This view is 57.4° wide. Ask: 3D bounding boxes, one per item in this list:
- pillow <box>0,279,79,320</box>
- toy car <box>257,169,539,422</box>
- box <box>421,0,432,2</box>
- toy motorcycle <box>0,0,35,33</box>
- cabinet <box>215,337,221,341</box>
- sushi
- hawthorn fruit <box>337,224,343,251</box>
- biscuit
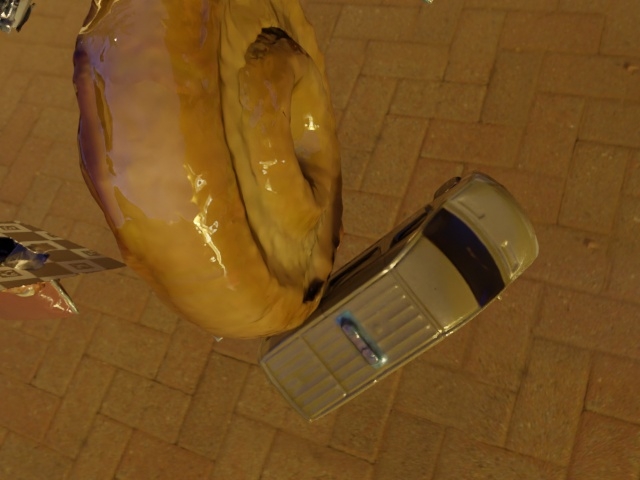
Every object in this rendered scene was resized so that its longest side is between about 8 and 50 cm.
[{"bbox_3d":[-0.496,0.061,0.934,0.171,0.179,0.075,-4,47,13],"label":"pillow"},{"bbox_3d":[0.066,0.050,0.509,0.256,0.124,0.101,-38,93,18],"label":"toy car"},{"bbox_3d":[0.156,-0.551,1.017,0.162,0.229,0.041,-56,33,13],"label":"box"},{"bbox_3d":[-0.361,-0.363,0.697,0.204,0.108,0.239,-43,57,38],"label":"toy motorcycle"},{"bbox_3d":[-0.232,0.079,1.270,0.150,0.145,0.206,-42,98,2],"label":"cabinet"},{"bbox_3d":[-0.352,0.029,0.645,0.210,0.193,0.040,17,103,24],"label":"sushi"},{"bbox_3d":[-0.001,-0.006,0.865,0.077,0.077,0.077,-8,66,18],"label":"hawthorn fruit"},{"bbox_3d":[-0.049,-0.075,0.440,0.102,0.296,0.296,-6,67,20],"label":"biscuit"}]
